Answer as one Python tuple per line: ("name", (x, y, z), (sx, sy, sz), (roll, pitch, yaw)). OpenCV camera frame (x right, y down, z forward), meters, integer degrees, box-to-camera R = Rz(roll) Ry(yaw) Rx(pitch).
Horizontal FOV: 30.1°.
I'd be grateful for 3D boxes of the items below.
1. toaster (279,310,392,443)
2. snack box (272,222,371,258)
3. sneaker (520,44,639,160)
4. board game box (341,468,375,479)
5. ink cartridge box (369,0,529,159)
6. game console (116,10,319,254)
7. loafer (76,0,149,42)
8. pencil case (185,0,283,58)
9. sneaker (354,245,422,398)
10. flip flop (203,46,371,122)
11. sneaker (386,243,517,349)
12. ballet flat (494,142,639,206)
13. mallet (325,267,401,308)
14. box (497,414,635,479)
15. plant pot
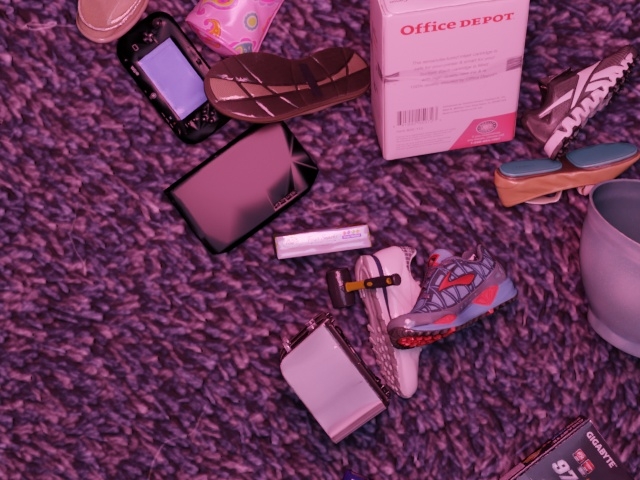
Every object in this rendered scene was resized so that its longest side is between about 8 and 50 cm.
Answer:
("toaster", (0.021, 0.206, 1.784), (0.110, 0.168, 0.185), (-37, 93, -1))
("snack box", (0.000, 0.000, 1.808), (0.141, 0.100, 0.037), (-8, 92, -5))
("sneaker", (0.397, -0.236, 1.848), (0.106, 0.078, 0.234), (40, 76, 15))
("board game box", (0.158, 0.531, 1.845), (0.347, 0.078, 0.233), (22, 89, -5))
("ink cartridge box", (0.181, -0.266, 1.728), (0.207, 0.283, 0.117), (-9, 50, -4))
("game console", (-0.183, -0.173, 1.818), (0.213, 0.044, 0.361), (-37, 93, -3))
("loafer", (-0.284, -0.421, 1.772), (0.102, 0.092, 0.268), (28, 85, 8))
("pencil case", (-0.082, -0.402, 1.783), (0.124, 0.124, 0.284), (35, 86, -5))
("sneaker", (0.127, 0.126, 1.835), (0.095, 0.090, 0.235), (-14, 97, -23))
("flip flop", (-0.049, -0.228, 1.787), (0.277, 0.080, 0.112), (-16, 77, -33))
("sneaker", (0.179, 0.079, 1.795), (0.262, 0.104, 0.125), (-21, 83, -44))
("ballet flat", (0.385, -0.101, 1.865), (0.232, 0.080, 0.073), (-9, 120, -2))
("mallet", (0.063, 0.056, 1.779), (0.039, 0.190, 0.062), (-13, 83, -29))
("box", (0.413, 0.414, 1.878), (0.175, 0.051, 0.220), (-37, 93, -3))
("plant pot", (0.514, 0.060, 1.786), (0.293, 0.293, 0.196), (12, 117, -5))
